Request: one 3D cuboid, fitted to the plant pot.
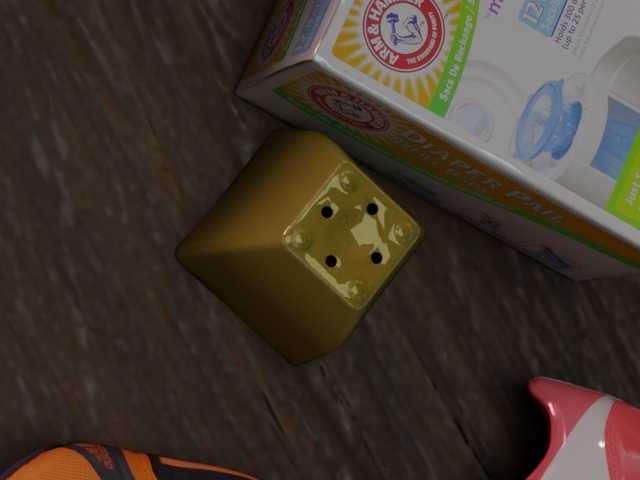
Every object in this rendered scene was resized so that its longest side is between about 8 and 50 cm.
[{"bbox_3d":[0.000,0.000,0.889,0.081,0.083,0.081,43,72,-13],"label":"plant pot"}]

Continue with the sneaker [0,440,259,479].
[{"bbox_3d":[-0.102,0.217,0.784,0.180,0.124,0.321,21,43,-11],"label":"sneaker"}]

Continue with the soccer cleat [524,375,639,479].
[{"bbox_3d":[0.083,0.181,0.920,0.095,0.083,0.248,30,79,8],"label":"soccer cleat"}]

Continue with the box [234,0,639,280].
[{"bbox_3d":[0.081,-0.075,0.914,0.203,0.103,0.114,29,76,-17],"label":"box"}]
